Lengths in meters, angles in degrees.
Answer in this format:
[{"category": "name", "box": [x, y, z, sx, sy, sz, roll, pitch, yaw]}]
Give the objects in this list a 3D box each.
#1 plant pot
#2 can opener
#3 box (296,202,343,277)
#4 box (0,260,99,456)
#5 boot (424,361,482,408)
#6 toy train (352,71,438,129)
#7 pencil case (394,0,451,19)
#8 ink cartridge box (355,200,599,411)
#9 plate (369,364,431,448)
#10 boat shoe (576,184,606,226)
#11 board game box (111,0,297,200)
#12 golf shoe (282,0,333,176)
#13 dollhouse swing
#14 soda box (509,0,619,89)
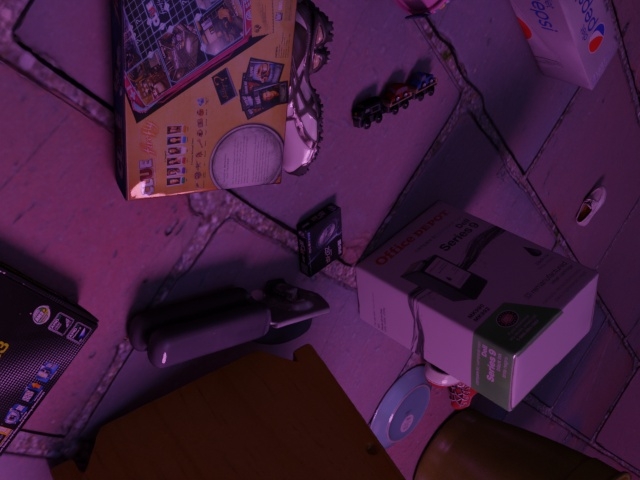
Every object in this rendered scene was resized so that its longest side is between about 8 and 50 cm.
[{"category": "plant pot", "box": [0.402, 0.546, 1.683, 0.366, 0.353, 0.367, -31, 137, -34]}, {"category": "can opener", "box": [-0.103, 0.112, 0.970, 0.283, 0.076, 0.095, -13, 124, -45]}, {"category": "box", "box": [0.000, 0.000, 1.064, 0.067, 0.018, 0.083, -33, 138, -32]}, {"category": "box", "box": [-0.323, 0.111, 0.720, 0.191, 0.045, 0.184, -54, 148, -9]}, {"category": "boot", "box": [0.269, 0.281, 1.558, 0.244, 0.088, 0.176, -16, 129, -49]}, {"category": "toy train", "box": [0.099, -0.189, 1.043, 0.158, 0.027, 0.036, -31, 126, -34]}, {"category": "pencil case", "box": [0.196, -0.359, 0.955, 0.284, 0.124, 0.124, -31, 137, -36]}, {"category": "ink cartridge box", "box": [0.223, 0.084, 1.172, 0.211, 0.289, 0.122, -36, 137, -30]}, {"category": "plate", "box": [0.161, 0.324, 1.505, 0.188, 0.024, 0.188, -32, 136, -36]}, {"category": "boat shoe", "box": [0.592, -0.078, 1.738, 0.100, 0.035, 0.035, -57, 149, 9]}, {"category": "board game box", "box": [-0.109, -0.161, 0.741, 0.165, 0.042, 0.243, -8, 124, -25]}, {"category": "golf shoe", "box": [-0.045, -0.159, 0.857, 0.093, 0.077, 0.198, -13, 125, -25]}, {"category": "dollhouse swing", "box": [-0.102, 0.377, 1.003, 0.346, 0.315, 0.305, -24, 151, -24]}, {"category": "soda box", "box": [0.364, -0.344, 1.194, 0.091, 0.098, 0.286, -59, 146, -3]}]
